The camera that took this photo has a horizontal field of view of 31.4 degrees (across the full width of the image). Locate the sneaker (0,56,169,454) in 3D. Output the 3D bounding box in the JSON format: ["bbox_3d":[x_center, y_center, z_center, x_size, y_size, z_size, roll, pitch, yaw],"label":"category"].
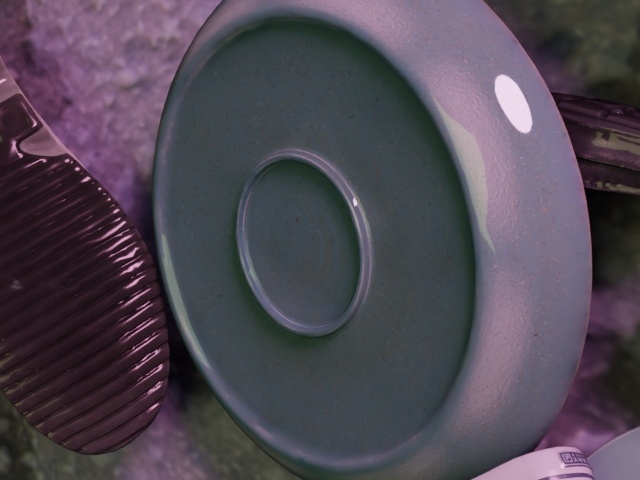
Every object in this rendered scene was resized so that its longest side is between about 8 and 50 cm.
[{"bbox_3d":[-0.202,-0.009,0.766,0.122,0.146,0.330,-27,82,-15],"label":"sneaker"}]

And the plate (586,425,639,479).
[{"bbox_3d":[0.193,0.179,0.551,0.188,0.024,0.188,-1,87,21],"label":"plate"}]

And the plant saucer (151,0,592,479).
[{"bbox_3d":[0.000,0.000,0.624,0.317,0.043,0.317,14,110,44],"label":"plant saucer"}]

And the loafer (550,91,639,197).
[{"bbox_3d":[0.102,-0.041,0.599,0.223,0.076,0.078,14,102,35],"label":"loafer"}]

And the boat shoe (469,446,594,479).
[{"bbox_3d":[0.066,0.177,0.576,0.183,0.065,0.083,-35,53,30],"label":"boat shoe"}]
